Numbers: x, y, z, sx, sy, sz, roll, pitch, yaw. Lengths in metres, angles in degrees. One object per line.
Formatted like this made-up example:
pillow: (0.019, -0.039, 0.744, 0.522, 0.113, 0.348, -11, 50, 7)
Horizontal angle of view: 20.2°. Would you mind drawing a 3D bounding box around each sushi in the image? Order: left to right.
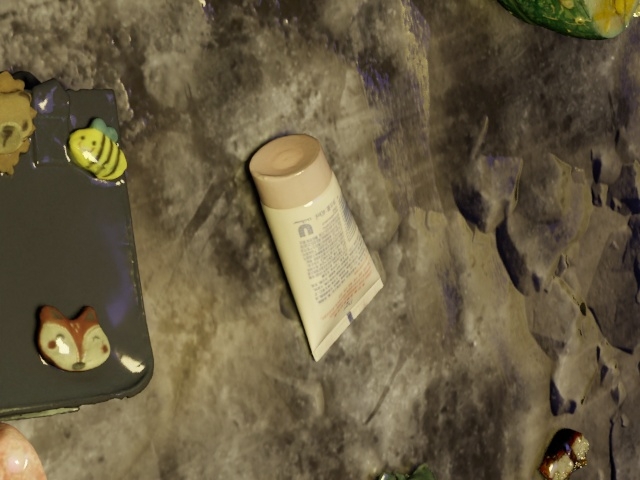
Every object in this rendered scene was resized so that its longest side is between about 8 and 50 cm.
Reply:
sushi: (0.312, 0.276, 2.299, 0.083, 0.044, 0.046, -53, 126, -29)

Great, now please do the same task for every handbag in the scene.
handbag: (-0.308, 0.002, 1.625, 0.303, 0.122, 0.329, -3, 85, -43)

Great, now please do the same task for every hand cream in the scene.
hand cream: (0.000, 0.000, 1.976, 0.133, 0.083, 0.248, -44, 132, -31)

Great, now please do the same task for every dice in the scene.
dice: (-0.318, 0.228, 1.676, 0.093, 0.094, 0.091, -32, 111, -36)

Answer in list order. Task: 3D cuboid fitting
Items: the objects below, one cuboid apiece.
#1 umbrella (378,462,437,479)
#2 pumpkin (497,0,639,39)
umbrella: (0.072, 0.338, 2.050, 0.349, 0.094, 0.143, -1, 98, -45)
pumpkin: (0.288, -0.388, 2.127, 0.293, 0.197, 0.263, -47, 136, -38)
